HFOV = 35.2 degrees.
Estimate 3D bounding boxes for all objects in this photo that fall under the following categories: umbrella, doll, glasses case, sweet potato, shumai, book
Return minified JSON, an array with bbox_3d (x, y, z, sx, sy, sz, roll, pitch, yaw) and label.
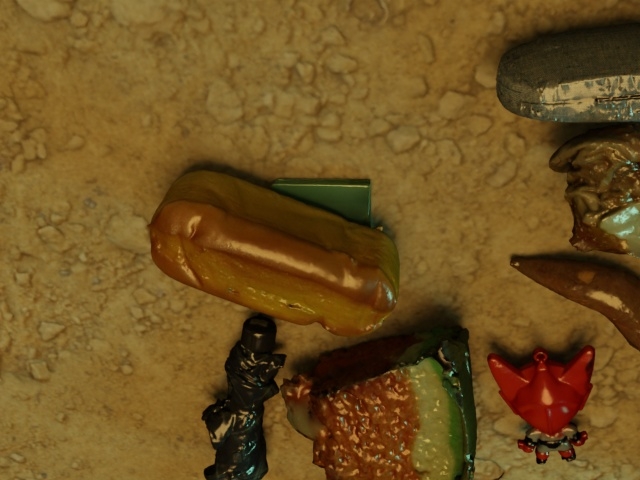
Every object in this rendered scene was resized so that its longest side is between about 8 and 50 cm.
[{"bbox_3d":[-0.088,0.179,1.111,0.071,0.080,0.224,30,125,28],"label":"umbrella"},{"bbox_3d":[0.243,0.179,1.076,0.109,0.057,0.169,-6,122,14],"label":"doll"},{"bbox_3d":[0.287,-0.142,0.829,0.283,0.109,0.067,-5,120,8],"label":"glasses case"},{"bbox_3d":[0.322,0.079,1.002,0.281,0.067,0.059,34,83,-10],"label":"sweet potato"},{"bbox_3d":[0.268,-0.041,0.871,0.146,0.145,0.116,-7,89,11],"label":"shumai"},{"bbox_3d":[0.000,0.000,1.008,0.103,0.017,0.135,1,121,5],"label":"book"}]

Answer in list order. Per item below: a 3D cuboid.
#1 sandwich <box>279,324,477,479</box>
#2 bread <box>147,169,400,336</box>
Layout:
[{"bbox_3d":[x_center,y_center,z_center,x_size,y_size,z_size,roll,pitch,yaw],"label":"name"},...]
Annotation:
[{"bbox_3d":[0.075,0.206,1.088,0.212,0.109,0.292,-5,118,20],"label":"sandwich"},{"bbox_3d":[-0.043,0.016,0.959,0.246,0.094,0.102,20,125,-6],"label":"bread"}]
